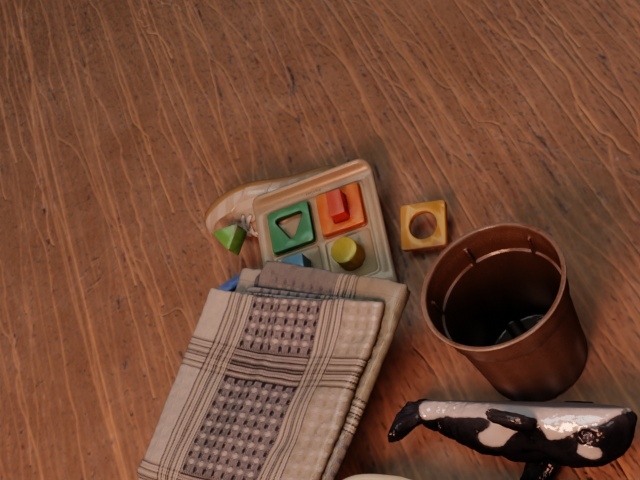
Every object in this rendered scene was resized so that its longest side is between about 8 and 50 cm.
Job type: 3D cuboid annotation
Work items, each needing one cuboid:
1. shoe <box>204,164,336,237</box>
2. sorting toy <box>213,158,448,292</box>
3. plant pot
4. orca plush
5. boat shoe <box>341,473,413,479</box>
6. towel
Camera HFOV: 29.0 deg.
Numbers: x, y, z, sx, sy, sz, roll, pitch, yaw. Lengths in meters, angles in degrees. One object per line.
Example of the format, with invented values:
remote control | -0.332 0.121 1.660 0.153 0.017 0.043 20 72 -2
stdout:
shoe | -0.066 -0.047 1.751 0.219 0.076 0.058 -18 43 15
sorting toy | 0.000 0.000 1.655 0.347 0.047 0.196 -20 66 16
plant pot | 0.221 0.092 1.409 0.167 0.165 0.167 -16 50 20
orca plush | 0.208 0.230 1.357 0.287 0.151 0.102 -3 86 26
boat shoe | 0.147 0.323 1.325 0.305 0.091 0.109 4 41 32
towel | -0.067 0.171 1.499 0.312 0.056 0.324 3 62 47
